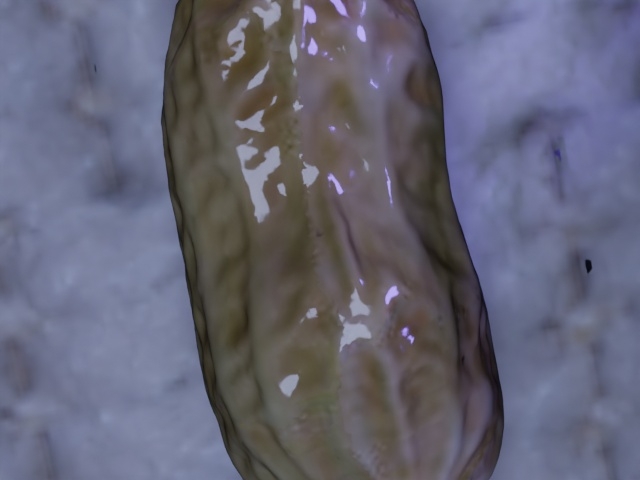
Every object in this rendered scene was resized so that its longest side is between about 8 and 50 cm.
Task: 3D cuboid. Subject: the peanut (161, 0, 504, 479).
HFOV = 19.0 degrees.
[{"bbox_3d":[0.000,0.000,0.540,0.083,0.093,0.194,-9,101,21],"label":"peanut"}]
